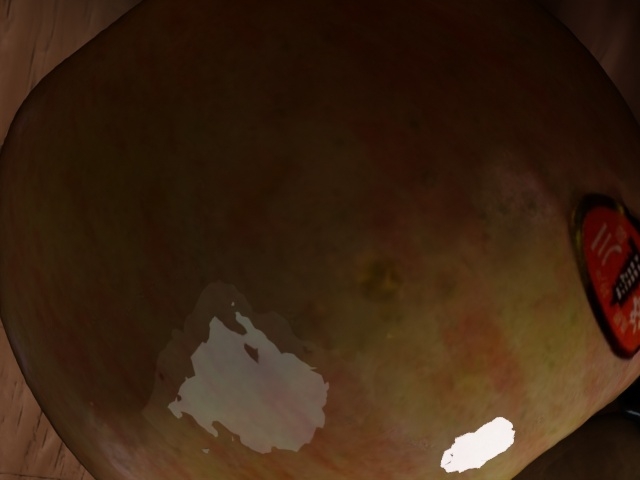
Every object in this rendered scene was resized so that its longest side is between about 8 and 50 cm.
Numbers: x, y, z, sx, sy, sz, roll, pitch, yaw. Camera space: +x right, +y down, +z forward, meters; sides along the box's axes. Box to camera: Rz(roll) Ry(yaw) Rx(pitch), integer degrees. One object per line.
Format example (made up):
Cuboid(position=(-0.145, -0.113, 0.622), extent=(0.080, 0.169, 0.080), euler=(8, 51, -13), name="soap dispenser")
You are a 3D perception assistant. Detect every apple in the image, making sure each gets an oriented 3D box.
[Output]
Cuboid(position=(0.000, 0.000, 1.181), extent=(0.391, 0.391, 0.346), euler=(-31, 91, 51), name="apple")

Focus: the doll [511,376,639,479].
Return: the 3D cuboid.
Cuboid(position=(0.259, 0.199, 1.369), extent=(0.350, 0.247, 0.247), euler=(-13, 127, 31), name="doll")
